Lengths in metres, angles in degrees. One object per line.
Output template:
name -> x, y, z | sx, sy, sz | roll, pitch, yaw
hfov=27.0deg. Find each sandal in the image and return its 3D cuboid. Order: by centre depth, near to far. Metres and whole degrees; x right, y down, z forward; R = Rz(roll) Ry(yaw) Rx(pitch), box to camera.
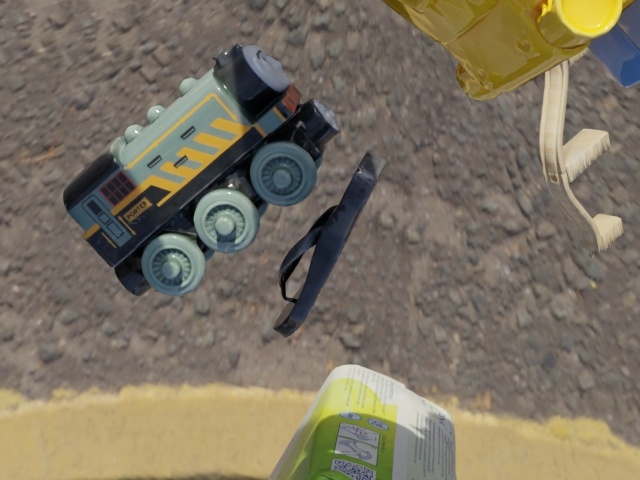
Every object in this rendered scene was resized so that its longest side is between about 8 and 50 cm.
sandal -> 0.000, -0.001, 1.489 | 0.054, 0.097, 0.254 | 27, 121, 1

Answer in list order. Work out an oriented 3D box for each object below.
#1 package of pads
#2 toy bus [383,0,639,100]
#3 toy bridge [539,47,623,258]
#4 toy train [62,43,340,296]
package of pads -> -0.019, 0.236, 0.788 | 0.101, 0.229, 0.297 | 28, 102, -1
toy bus -> 0.103, -0.142, 0.412 | 0.220, 0.149, 0.211 | -45, 92, -8
toy bridge -> 0.200, -0.066, 1.042 | 0.026, 0.063, 0.188 | 13, 130, 43
toy train -> -0.141, -0.078, 1.552 | 0.334, 0.142, 0.190 | -39, 103, 17
